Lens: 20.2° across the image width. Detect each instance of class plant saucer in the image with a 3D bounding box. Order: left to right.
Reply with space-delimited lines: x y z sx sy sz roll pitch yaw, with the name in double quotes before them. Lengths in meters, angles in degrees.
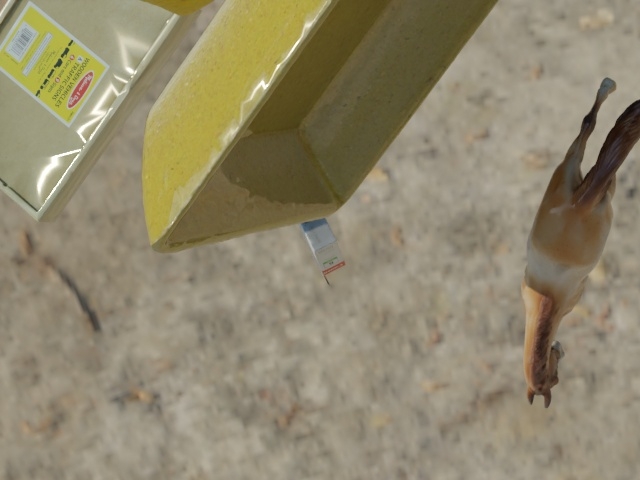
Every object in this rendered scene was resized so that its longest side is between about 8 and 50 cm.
"plant saucer" 0.020 -0.154 1.235 0.081 0.333 0.333 41 18 14

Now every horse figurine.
"horse figurine" 0.202 -0.011 1.409 0.066 0.263 0.174 22 53 7

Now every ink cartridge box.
"ink cartridge box" 0.000 0.000 1.907 0.029 0.115 0.063 -27 68 -1

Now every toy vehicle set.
"toy vehicle set" -0.259 -0.171 1.793 0.166 0.035 0.267 40 104 15

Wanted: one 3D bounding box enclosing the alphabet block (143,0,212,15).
"alphabet block" -0.124 -0.335 1.525 0.192 0.193 0.197 -29 68 27
